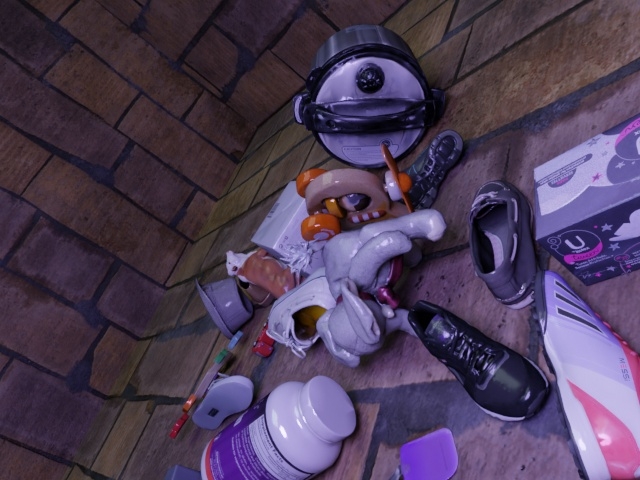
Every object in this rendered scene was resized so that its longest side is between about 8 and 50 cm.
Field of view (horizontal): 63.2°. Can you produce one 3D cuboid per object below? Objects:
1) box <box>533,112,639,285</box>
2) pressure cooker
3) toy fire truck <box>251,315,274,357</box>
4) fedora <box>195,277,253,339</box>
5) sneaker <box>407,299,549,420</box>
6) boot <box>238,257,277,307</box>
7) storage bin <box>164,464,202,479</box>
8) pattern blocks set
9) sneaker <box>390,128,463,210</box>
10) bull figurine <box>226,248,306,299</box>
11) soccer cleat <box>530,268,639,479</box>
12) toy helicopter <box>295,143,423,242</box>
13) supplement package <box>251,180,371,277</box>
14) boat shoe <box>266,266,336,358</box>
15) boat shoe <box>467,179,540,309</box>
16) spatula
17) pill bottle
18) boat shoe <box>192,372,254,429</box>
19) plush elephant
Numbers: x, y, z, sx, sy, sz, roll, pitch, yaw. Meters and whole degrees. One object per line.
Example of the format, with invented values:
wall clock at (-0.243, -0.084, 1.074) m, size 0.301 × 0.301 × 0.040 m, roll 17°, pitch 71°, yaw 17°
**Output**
box at (0.449, -0.071, 0.736) m, size 0.247 × 0.142 × 0.163 m, roll -31°, pitch 32°, yaw 43°
pressure cooker at (0.133, -0.423, 1.553) m, size 0.370 × 0.375 × 0.420 m, roll -40°, pitch 25°, yaw 23°
toy fire truck at (-0.122, 0.248, 1.496) m, size 0.192 × 0.047 × 0.135 m, roll -61°, pitch 15°, yaw -18°
fedora at (-0.312, 0.206, 1.760) m, size 0.124 × 0.244 × 0.275 m, roll -32°, pitch 20°, yaw -7°
sneaker at (0.227, 0.182, 0.833) m, size 0.107 × 0.124 × 0.283 m, roll -55°, pitch 23°, yaw -1°
boot at (-0.223, 0.108, 1.832) m, size 0.112 × 0.115 × 0.305 m, roll -49°, pitch 22°, yaw 15°
storage bin at (-0.371, 0.662, 1.364) m, size 0.098 × 0.091 × 0.135 m, roll -38°, pitch 27°, yaw 34°
pattern blocks set at (-0.339, 0.432, 1.582) m, size 0.325 × 0.026 × 0.285 m, roll -59°, pitch -4°, yaw 32°
sneaker at (0.264, -0.154, 1.314) m, size 0.267 × 0.101 × 0.106 m, roll -52°, pitch 1°, yaw 8°
bull figurine at (-0.159, 0.082, 1.636) m, size 0.310 × 0.101 × 0.188 m, roll 29°, pitch 81°, yaw 32°
soccer cleat at (0.356, 0.154, 0.680) m, size 0.116 × 0.109 × 0.318 m, roll -17°, pitch 34°, yaw 21°
toy helicopter at (0.134, -0.078, 1.103) m, size 0.235 × 0.354 × 0.140 m, roll -34°, pitch 52°, yaw 42°
supplement package at (0.000, 0.000, 1.352) m, size 0.199 × 0.262 × 0.198 m, roll -57°, pitch 22°, yaw -9°
boat shoe at (-0.048, 0.212, 1.269) m, size 0.367 × 0.135 × 0.157 m, roll -43°, pitch 18°, yaw 49°
boat shoe at (0.328, -0.025, 0.965) m, size 0.112 × 0.095 × 0.335 m, roll -38°, pitch 27°, yaw 33°
spatula at (0.104, 0.412, 0.869) m, size 0.296 × 0.030 × 0.084 m, roll -43°, pitch 27°, yaw 24°
pill bottle at (-0.083, 0.407, 1.046) m, size 0.323 × 0.181 × 0.182 m, roll -43°, pitch 25°, yaw 24°
boat shoe at (-0.263, 0.431, 1.459) m, size 0.306 × 0.113 × 0.105 m, roll -55°, pitch 10°, yaw 43°
plush elephant at (0.101, 0.109, 1.030) m, size 0.272 × 0.329 × 0.256 m, roll 118°, pitch 143°, yaw -69°
